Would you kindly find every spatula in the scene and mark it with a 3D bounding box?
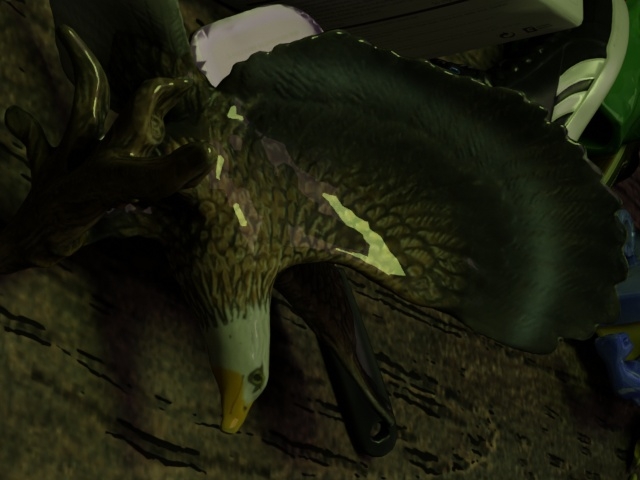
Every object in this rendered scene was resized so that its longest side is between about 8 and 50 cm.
[{"bbox_3d":[0.000,0.000,1.171,0.084,0.030,0.296,-23,109,-19],"label":"spatula"}]

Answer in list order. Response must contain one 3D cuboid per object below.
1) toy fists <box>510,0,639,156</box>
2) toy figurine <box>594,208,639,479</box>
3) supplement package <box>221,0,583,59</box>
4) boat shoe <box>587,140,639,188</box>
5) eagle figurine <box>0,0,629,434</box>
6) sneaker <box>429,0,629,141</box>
[{"bbox_3d":[0.273,-0.101,1.473,0.279,0.096,0.142,32,57,5],"label":"toy fists"},{"bbox_3d":[0.299,0.050,1.499,0.217,0.191,0.362,60,36,-19],"label":"toy figurine"},{"bbox_3d":[0.014,-0.236,1.138,0.293,0.175,0.177,22,65,-53],"label":"supplement package"},{"bbox_3d":[0.236,-0.069,1.544,0.049,0.056,0.152,57,39,-24],"label":"boat shoe"},{"bbox_3d":[-0.022,-0.007,0.996,0.298,0.226,0.225,6,113,-40],"label":"eagle figurine"},{"bbox_3d":[0.131,-0.115,1.331,0.121,0.079,0.217,35,68,-23],"label":"sneaker"}]
